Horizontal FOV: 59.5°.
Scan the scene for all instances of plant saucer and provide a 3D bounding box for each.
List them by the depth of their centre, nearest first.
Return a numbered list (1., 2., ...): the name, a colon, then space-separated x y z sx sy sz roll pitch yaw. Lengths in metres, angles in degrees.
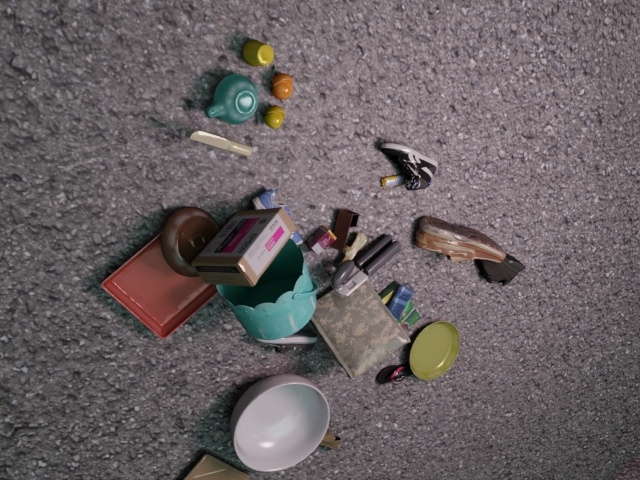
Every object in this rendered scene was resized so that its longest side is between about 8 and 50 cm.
1. plant saucer: -0.348 0.004 1.559 0.199 0.036 0.198 1 88 -44
2. plant saucer: -0.440 0.115 1.602 0.259 0.048 0.258 -42 121 -7
3. plant saucer: 0.426 0.411 2.124 0.241 0.037 0.240 -9 109 -28

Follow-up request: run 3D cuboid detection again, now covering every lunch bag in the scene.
1. lunch bag: 0.111 0.277 1.846 0.235 0.169 0.286 -33 84 -7

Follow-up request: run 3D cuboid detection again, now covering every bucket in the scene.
1. bucket: -0.147 0.138 1.619 0.281 0.281 0.183 -31 134 -12

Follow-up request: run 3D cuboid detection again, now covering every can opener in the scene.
1. can opener: 0.147 0.070 1.805 0.283 0.076 0.095 -39 150 -22

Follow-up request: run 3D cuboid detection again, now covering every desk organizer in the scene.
1. desk organizer: 0.078 -0.031 1.781 0.047 0.050 0.130 -7 115 -54

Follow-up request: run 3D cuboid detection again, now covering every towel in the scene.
1. towel: 0.272 0.214 1.940 0.067 0.029 0.119 24 97 -30

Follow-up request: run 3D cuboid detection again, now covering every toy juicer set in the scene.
1. toy juicer set: -0.203 -0.356 1.520 0.328 0.090 0.209 -56 135 -7

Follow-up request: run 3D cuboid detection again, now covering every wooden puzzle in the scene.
1. wooden puzzle: -0.387 0.846 1.912 0.221 0.044 0.239 -48 126 -2

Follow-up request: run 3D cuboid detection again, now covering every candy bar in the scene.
1. candy bar: 0.269 -0.200 1.837 0.162 0.018 0.040 -12 113 -22

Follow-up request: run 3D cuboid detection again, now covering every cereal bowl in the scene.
1. cereal bowl: -0.147 0.586 1.866 0.339 0.141 0.338 -9 112 -23

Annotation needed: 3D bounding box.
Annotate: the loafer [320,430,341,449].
1. loafer: 0.020 0.721 2.050 0.050 0.056 0.148 -52 131 0

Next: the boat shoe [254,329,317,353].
1. boat shoe: -0.117 0.334 1.827 0.229 0.080 0.076 7 105 -35

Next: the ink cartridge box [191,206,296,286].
1. ink cartridge box: -0.208 0.015 1.537 0.234 0.193 0.088 -55 127 -37

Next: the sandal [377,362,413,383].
1. sandal: 0.296 0.499 2.102 0.179 0.040 0.067 -10 113 -22

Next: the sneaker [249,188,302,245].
1. sneaker: -0.115 -0.064 1.669 0.081 0.080 0.211 -44 121 -3

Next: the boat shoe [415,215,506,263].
1. boat shoe: 0.478 0.018 1.940 0.325 0.123 0.116 19 115 -4

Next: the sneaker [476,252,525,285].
1. sneaker: 0.634 0.090 2.076 0.287 0.109 0.130 26 105 -28

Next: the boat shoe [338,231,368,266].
1. boat shoe: 0.097 0.030 1.830 0.045 0.050 0.135 39 92 -8

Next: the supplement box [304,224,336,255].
1. supplement box: 0.000 0.000 1.763 0.083 0.055 0.043 -42 121 -5

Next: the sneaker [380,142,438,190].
1. sneaker: 0.276 -0.224 1.779 0.217 0.079 0.121 16 87 -27

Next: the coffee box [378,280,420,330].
1. coffee box: 0.272 0.243 1.993 0.113 0.040 0.184 -37 120 -8
